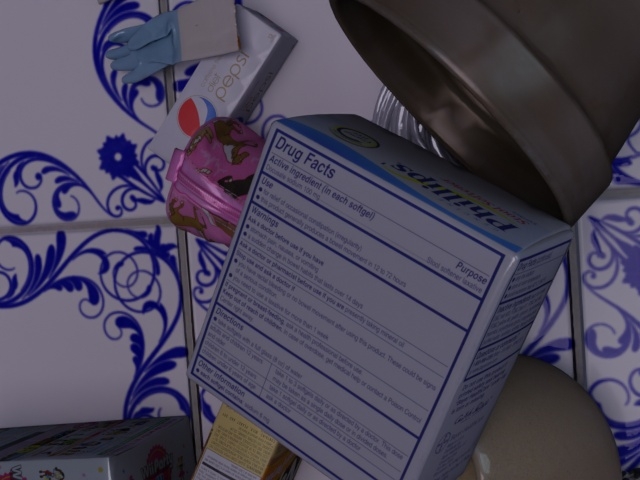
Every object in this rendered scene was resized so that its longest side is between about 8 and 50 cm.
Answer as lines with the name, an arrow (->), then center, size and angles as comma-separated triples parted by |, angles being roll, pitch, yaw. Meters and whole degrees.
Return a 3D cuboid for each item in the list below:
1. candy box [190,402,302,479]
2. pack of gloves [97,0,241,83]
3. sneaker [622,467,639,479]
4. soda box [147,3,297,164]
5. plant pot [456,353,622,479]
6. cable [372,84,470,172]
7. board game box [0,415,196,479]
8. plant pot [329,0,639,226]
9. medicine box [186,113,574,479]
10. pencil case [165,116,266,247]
candy box -> -0.075, 0.251, 1.252 | 0.088, 0.183, 0.316 | 25, 101, 14
pack of gloves -> -0.187, -0.307, 1.302 | 0.232, 0.046, 0.195 | -8, 88, 36
sneaker -> 0.327, 0.379, 1.201 | 0.110, 0.107, 0.275 | 31, 108, -7
soda box -> -0.123, -0.183, 1.292 | 0.074, 0.069, 0.216 | 37, 104, 11
plant pot -> 0.160, 0.261, 1.131 | 0.284, 0.191, 0.284 | -7, 78, 34
cable -> 0.188, -0.127, 1.194 | 0.257, 0.089, 0.257 | -11, 92, 18
board game box -> -0.344, 0.298, 1.315 | 0.303, 0.224, 0.097 | -7, 91, 18
plant pot -> 0.215, -0.219, 0.993 | 0.323, 0.323, 0.280 | 44, 90, 9
medicine box -> 0.049, 0.063, 0.977 | 0.263, 0.149, 0.289 | 31, 113, 25
pencil case -> 0.000, 0.000, 1.192 | 0.386, 0.167, 0.160 | 31, 65, 22
